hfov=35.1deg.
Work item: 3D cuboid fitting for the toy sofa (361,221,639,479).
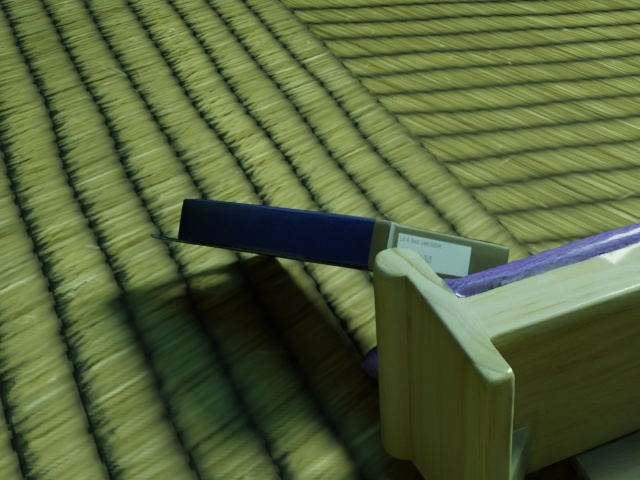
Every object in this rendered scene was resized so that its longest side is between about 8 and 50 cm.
[{"bbox_3d":[0.207,0.031,0.620,0.362,0.150,0.177,-16,39,-15],"label":"toy sofa"}]

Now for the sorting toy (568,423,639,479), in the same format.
[{"bbox_3d":[0.213,0.140,0.637,0.274,0.046,0.132,-12,37,-10],"label":"sorting toy"}]

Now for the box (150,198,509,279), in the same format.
[{"bbox_3d":[0.000,0.000,0.710,0.225,0.037,0.136,6,-2,41],"label":"box"}]
